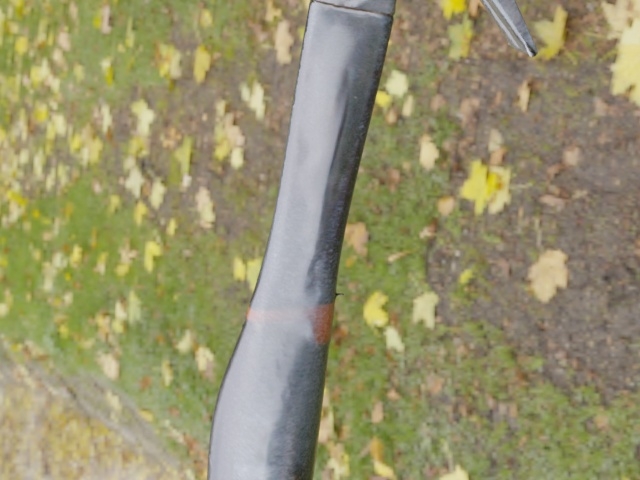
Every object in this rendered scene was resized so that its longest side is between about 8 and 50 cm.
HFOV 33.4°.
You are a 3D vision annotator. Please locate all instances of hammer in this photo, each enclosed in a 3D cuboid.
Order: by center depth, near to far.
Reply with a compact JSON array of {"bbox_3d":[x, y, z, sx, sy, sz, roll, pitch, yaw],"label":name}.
[{"bbox_3d":[0.000,0.000,0.435,0.037,0.137,0.290,-93,12,-75],"label":"hammer"}]
